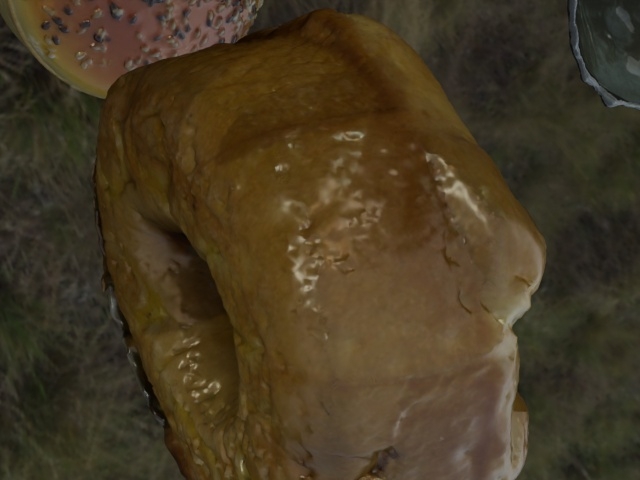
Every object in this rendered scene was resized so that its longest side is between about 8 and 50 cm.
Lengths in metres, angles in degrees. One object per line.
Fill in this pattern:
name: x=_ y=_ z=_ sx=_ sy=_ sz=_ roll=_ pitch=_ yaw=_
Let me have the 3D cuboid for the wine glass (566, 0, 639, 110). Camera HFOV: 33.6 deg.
wine glass: x=0.096 y=-0.173 z=0.449 sx=0.156 sy=0.232 sz=0.156 roll=-19 pitch=134 yaw=-21

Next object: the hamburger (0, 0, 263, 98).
hamburger: x=-0.180 y=-0.280 z=1.051 sx=0.300 sy=0.176 sz=0.300 roll=-27 pitch=133 yaw=-34

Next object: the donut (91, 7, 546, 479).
donut: x=-0.015 y=0.025 z=0.601 sx=0.150 sy=0.317 sz=0.299 roll=-14 pitch=101 yaw=-28
